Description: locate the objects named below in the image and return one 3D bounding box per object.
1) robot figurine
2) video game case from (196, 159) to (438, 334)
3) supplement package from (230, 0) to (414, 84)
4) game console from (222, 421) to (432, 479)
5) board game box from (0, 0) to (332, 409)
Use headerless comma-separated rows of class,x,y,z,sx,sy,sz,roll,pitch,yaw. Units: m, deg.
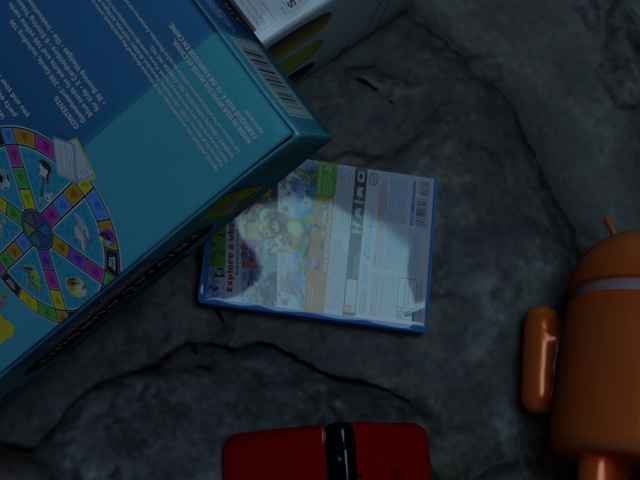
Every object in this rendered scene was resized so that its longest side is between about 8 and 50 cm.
robot figurine,0.230,0.087,0.773,0.128,0.158,0.219,18,71,-22
video game case,0.000,0.000,0.816,0.166,0.015,0.119,8,74,-8
supplement package,-0.051,-0.183,0.794,0.244,0.139,0.134,-36,83,-16
game console,0.010,0.200,0.762,0.124,0.085,0.144,9,71,-40
board game box,-0.202,-0.058,0.680,0.336,0.079,0.253,-38,83,15
